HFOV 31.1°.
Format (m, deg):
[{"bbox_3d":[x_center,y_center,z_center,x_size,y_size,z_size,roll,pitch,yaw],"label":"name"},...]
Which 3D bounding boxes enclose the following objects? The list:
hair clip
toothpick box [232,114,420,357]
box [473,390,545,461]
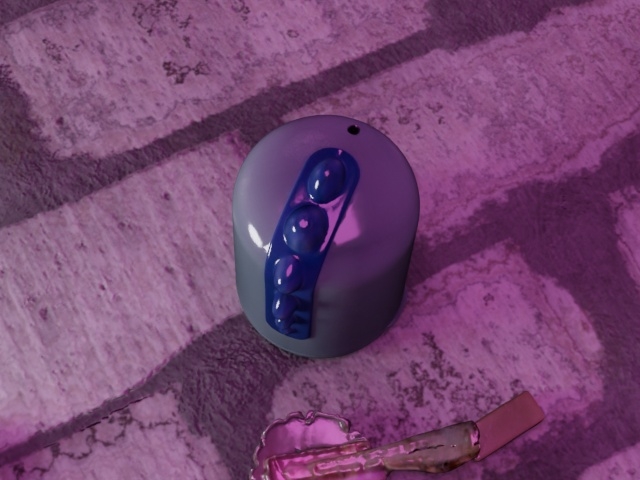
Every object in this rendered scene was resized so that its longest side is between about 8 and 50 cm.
[{"bbox_3d":[0.059,0.290,1.480,0.300,0.069,0.173,-11,66,4],"label":"hair clip"},{"bbox_3d":[0.000,0.000,1.448,0.262,0.355,0.263,1,67,-2],"label":"toothpick box"},{"bbox_3d":[0.240,0.247,1.530,0.115,0.025,0.048,-30,76,-14],"label":"box"}]
